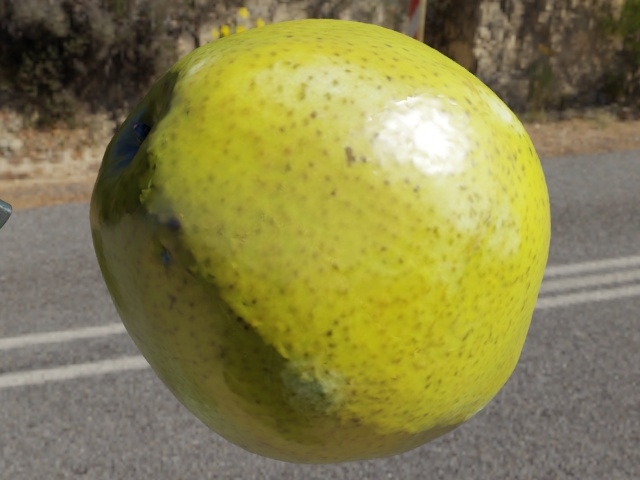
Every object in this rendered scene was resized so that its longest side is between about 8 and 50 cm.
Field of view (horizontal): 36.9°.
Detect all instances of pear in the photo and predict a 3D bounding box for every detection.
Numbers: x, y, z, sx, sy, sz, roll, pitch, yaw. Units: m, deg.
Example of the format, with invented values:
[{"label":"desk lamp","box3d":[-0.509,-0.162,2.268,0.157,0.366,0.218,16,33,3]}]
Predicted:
[{"label":"pear","box3d":[0.001,-0.001,0.412,0.198,0.198,0.198,3,17,-1]}]

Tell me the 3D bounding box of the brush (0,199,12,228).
[{"label":"brush","box3d":[-0.191,-0.025,0.330,0.016,0.063,0.193,-16,-20,37]}]
